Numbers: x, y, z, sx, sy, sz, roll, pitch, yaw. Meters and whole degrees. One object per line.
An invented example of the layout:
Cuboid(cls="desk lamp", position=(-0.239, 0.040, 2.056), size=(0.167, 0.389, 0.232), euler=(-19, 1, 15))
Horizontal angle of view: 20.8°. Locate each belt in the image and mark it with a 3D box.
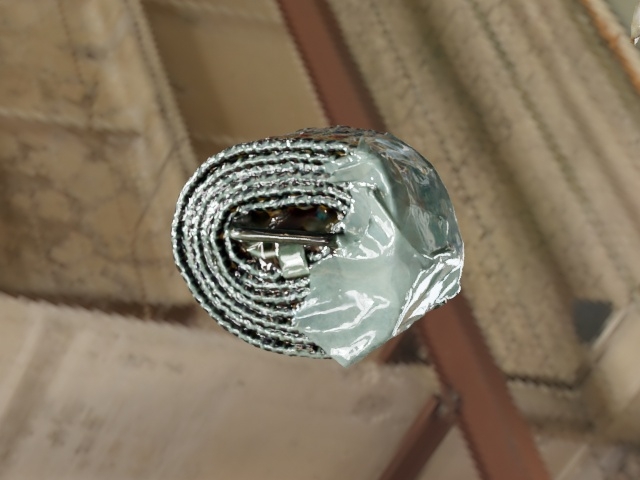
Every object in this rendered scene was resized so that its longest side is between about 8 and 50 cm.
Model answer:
Cuboid(cls="belt", position=(0.000, 0.000, 1.598), size=(0.257, 0.207, 0.150), euler=(5, -167, 23))

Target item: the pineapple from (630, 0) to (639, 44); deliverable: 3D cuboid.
Cuboid(cls="pineapple", position=(0.305, -0.137, 0.797), size=(0.352, 0.352, 0.300), euler=(49, 178, 26))
